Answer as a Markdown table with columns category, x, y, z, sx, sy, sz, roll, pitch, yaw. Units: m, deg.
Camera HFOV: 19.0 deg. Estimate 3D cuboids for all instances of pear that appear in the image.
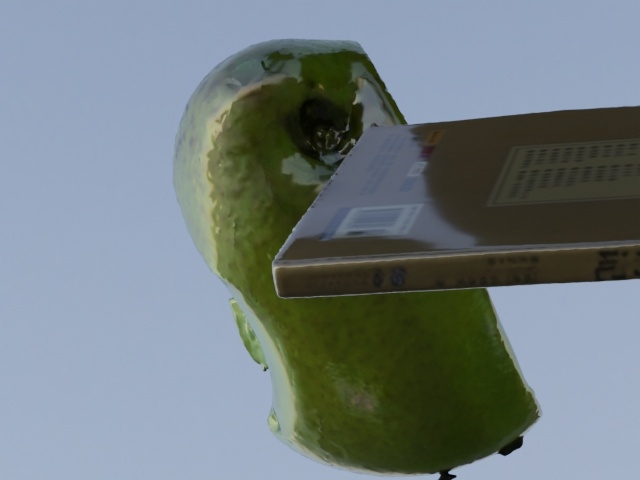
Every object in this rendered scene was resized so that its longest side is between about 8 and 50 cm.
| category | x | y | z | sx | sy | sz | roll | pitch | yaw |
| --- | --- | --- | --- | --- | --- | --- | --- | --- | --- |
| pear | 0.000 | 0.000 | 1.316 | 0.176 | 0.286 | 0.281 | -26 | -51 | -3 |

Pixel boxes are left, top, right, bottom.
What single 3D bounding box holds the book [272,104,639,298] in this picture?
| category | x | y | z | sx | sy | sz | roll | pitch | yaw |
| --- | --- | --- | --- | --- | --- | --- | --- | --- | --- |
| book | 0.152 | -0.027 | 0.891 | 0.310 | 0.217 | 0.021 | -3 | -71 | 15 |
